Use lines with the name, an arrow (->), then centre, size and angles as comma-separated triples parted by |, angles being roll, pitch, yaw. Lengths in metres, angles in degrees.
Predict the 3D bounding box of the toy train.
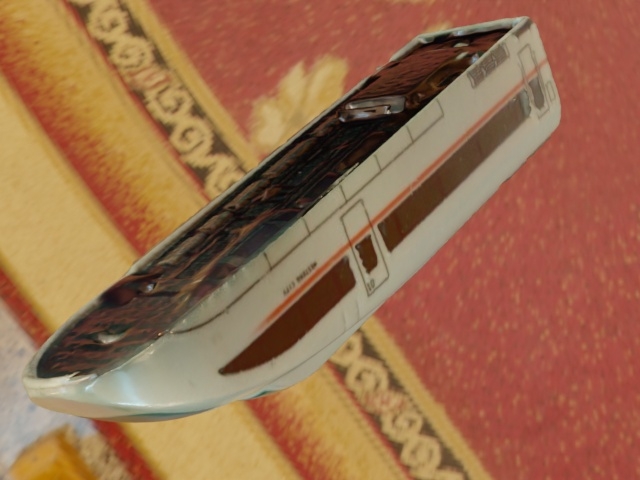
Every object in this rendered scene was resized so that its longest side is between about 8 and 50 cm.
toy train -> 0.000, 0.000, 0.834 | 0.086, 0.407, 0.088 | -4, 115, 38
